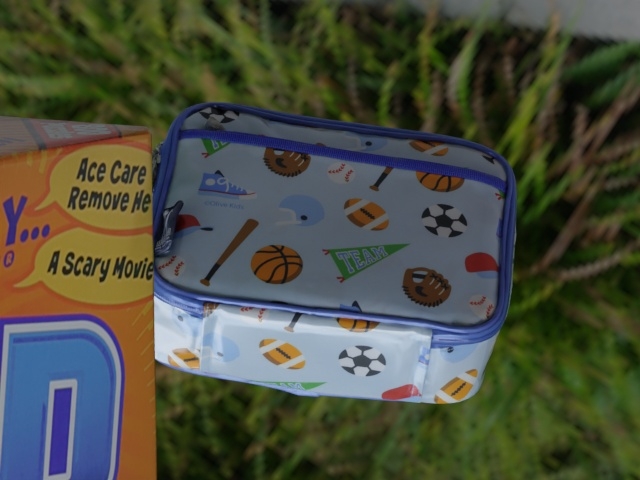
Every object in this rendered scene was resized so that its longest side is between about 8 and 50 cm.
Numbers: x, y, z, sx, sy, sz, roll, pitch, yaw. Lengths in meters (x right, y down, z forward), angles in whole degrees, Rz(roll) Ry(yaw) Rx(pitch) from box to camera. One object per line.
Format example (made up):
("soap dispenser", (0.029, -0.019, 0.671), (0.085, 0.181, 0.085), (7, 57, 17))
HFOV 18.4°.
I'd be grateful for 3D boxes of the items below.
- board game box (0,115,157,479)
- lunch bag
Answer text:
("board game box", (-0.311, 0.135, 0.805), (0.356, 0.357, 0.356), (6, -168, 30))
("lunch bag", (0.000, 0.000, 1.554), (0.303, 0.243, 0.115), (10, 139, 0))
